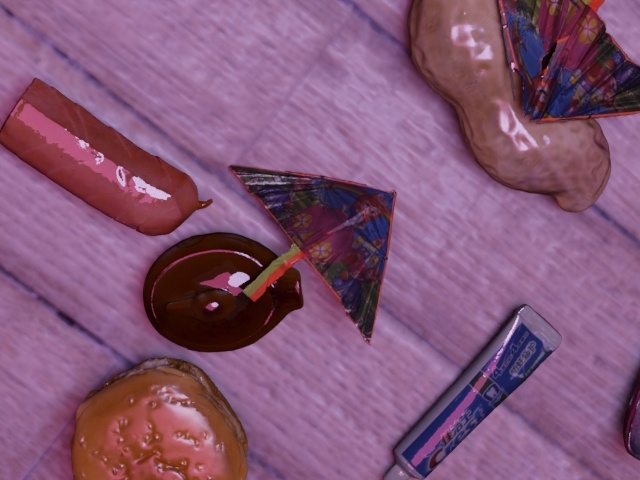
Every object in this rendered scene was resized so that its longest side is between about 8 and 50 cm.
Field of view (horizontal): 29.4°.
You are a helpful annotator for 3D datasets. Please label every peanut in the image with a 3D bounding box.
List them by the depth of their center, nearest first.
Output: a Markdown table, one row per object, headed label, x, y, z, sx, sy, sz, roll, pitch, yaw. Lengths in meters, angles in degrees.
| label | x | y | z | sx | sy | sz | roll | pitch | yaw |
| --- | --- | --- | --- | --- | --- | --- | --- | --- | --- |
| peanut | 0.148 | -0.116 | 0.957 | 0.104 | 0.085 | 0.228 | -34 | 102 | -7 |

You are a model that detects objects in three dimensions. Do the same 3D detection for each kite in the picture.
| label | x | y | z | sx | sy | sz | roll | pitch | yaw |
| --- | --- | --- | --- | --- | --- | --- | --- | --- | --- |
| kite | 0.188 | -0.165 | 0.933 | 0.241 | 0.014 | 0.183 | 46 | 59 | -18 |
| kite | 0.000 | 0.000 | 0.977 | 0.159 | 0.010 | 0.190 | -30 | 70 | -24 |

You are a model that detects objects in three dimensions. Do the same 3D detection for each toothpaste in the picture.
| label | x | y | z | sx | sy | sz | roll | pitch | yaw |
| --- | --- | --- | --- | --- | --- | --- | --- | --- | --- |
| toothpaste | 0.123 | 0.139 | 1.029 | 0.057 | 0.035 | 0.197 | 41 | 95 | -25 |

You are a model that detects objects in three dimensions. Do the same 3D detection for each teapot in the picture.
| label | x | y | z | sx | sy | sz | roll | pitch | yaw |
| --- | --- | --- | --- | --- | --- | --- | --- | --- | --- |
| teapot | -0.078 | 0.044 | 0.978 | 0.129 | 0.078 | 0.098 | -4 | 101 | -2 |

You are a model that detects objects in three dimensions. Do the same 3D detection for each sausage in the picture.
| label | x | y | z | sx | sy | sz | roll | pitch | yaw |
| --- | --- | --- | --- | --- | --- | --- | --- | --- | --- |
| sausage | -0.169 | -0.058 | 0.966 | 0.169 | 0.065 | 0.065 | 34 | 97 | -9 |

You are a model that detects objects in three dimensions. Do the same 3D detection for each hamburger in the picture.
| label | x | y | z | sx | sy | sz | roll | pitch | yaw |
| --- | --- | --- | --- | --- | --- | --- | --- | --- | --- |
| hamburger | -0.134 | 0.175 | 0.999 | 0.138 | 0.083 | 0.147 | -29 | 97 | 7 |

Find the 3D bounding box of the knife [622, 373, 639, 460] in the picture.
| label | x | y | z | sx | sy | sz | roll | pitch | yaw |
| --- | --- | --- | --- | --- | --- | --- | --- | --- | --- |
| knife | 0.330 | 0.058 | 1.014 | 0.123 | 0.053 | 0.278 | 25 | 99 | -12 |
